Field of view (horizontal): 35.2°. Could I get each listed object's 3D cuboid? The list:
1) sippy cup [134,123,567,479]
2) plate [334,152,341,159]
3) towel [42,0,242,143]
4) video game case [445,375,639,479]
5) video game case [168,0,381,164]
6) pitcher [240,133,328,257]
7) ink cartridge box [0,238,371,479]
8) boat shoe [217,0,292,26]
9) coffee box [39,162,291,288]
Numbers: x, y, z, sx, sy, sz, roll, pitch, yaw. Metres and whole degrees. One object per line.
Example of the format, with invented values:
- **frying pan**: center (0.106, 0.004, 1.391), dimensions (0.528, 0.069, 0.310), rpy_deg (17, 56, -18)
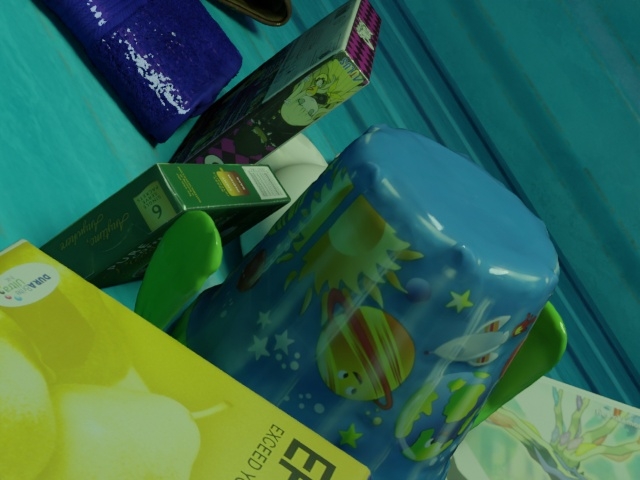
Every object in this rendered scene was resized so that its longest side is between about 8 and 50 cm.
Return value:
- **sippy cup**: center (0.041, 0.050, 0.713), dimensions (0.240, 0.224, 0.305), rpy_deg (40, 26, 13)
- **plate**: center (0.067, -0.030, 1.308), dimensions (0.188, 0.024, 0.188), rpy_deg (46, 22, -25)
- **towel**: center (-0.197, -0.254, 0.952), dimensions (0.308, 0.076, 0.227), rpy_deg (51, 19, -15)
- **video game case**: center (0.204, 0.243, 0.833), dimensions (0.329, 0.036, 0.300), rpy_deg (19, 44, -7)
- **video game case**: center (-0.042, -0.130, 0.922), dimensions (0.042, 0.210, 0.232), rpy_deg (51, 19, -16)
- **pitcher**: center (0.000, 0.000, 0.960), dimensions (0.178, 0.125, 0.207), rpy_deg (50, 9, -23)
- **ink cartridge box**: center (-0.083, 0.147, 0.394), dimensions (0.307, 0.072, 0.303), rpy_deg (30, 23, 5)
- **boat shoe**: center (-0.133, -0.356, 1.214), dimensions (0.123, 0.123, 0.342), rpy_deg (64, 14, 24)
- **coffee box**: center (-0.105, -0.013, 0.731), dimensions (0.040, 0.113, 0.184), rpy_deg (60, 21, 7)
